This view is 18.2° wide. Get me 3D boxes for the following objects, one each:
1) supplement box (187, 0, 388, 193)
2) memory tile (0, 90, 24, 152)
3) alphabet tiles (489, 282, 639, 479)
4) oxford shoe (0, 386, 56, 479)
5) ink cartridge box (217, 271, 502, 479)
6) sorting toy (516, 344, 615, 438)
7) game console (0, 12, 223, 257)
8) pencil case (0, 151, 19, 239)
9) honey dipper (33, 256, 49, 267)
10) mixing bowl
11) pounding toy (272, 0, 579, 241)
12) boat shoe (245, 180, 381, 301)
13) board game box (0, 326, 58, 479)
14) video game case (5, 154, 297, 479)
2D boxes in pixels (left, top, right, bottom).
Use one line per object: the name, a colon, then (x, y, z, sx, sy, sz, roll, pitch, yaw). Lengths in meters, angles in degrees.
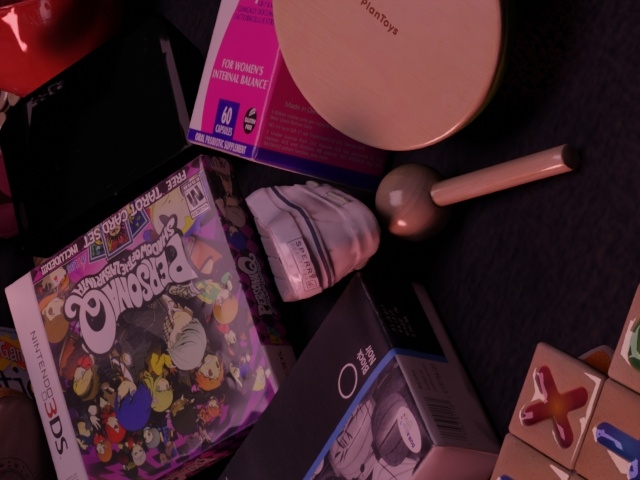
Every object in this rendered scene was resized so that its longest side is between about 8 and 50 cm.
supplement box: (-0.001, -0.158, 1.424, 0.111, 0.114, 0.220, 18, 94, 60)
memory tile: (-0.318, -0.115, 2.021, 0.148, 0.012, 0.113, -15, 67, 56)
alphabet tiles: (0.198, 0.192, 1.029, 0.342, 0.011, 0.285, 30, 105, 49)
oxford shoe: (-0.223, 0.285, 1.521, 0.133, 0.130, 0.363, -13, 67, 33)
ink cartridge box: (-0.006, 0.196, 1.360, 0.332, 0.065, 0.165, -59, 37, 30)
sorting toy: (0.159, 0.116, 1.148, 0.075, 0.045, 0.083, 43, 118, 33)
game console: (-0.148, 0.013, 1.601, 0.213, 0.044, 0.361, -30, 66, 34)
pencil case: (-0.345, -0.036, 1.967, 0.209, 0.098, 0.095, -5, 120, 57)
honey dipper: (-0.224, 0.064, 1.793, 0.030, 0.030, 0.160, -60, 38, 27)
mixing bowl: (-0.252, -0.191, 1.816, 0.181, 0.181, 0.098, 19, 127, 59)
pounding toy: (0.082, -0.135, 1.317, 0.183, 0.110, 0.237, -25, 88, 41)
boat shoe: (0.000, 0.000, 1.401, 0.226, 0.076, 0.083, -133, 23, -78)
board game box: (-0.318, 0.218, 1.778, 0.142, 0.144, 0.275, -54, 39, 33)
video game case: (-0.130, 0.080, 1.523, 0.232, 0.042, 0.210, -31, 67, 31)
